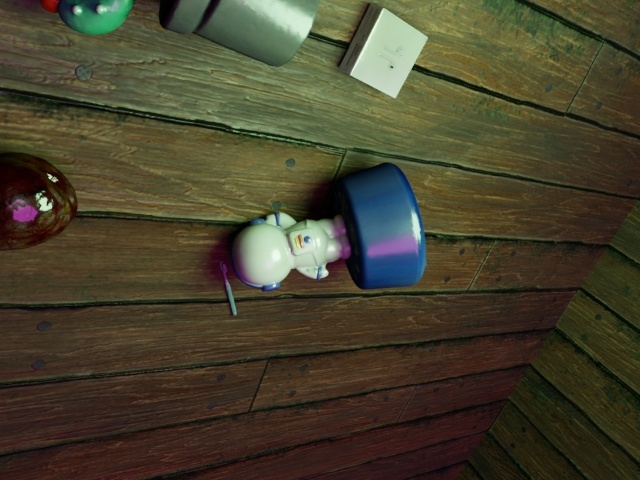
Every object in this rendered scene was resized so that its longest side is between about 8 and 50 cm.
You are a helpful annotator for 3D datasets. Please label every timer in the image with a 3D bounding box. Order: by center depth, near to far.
[{"bbox_3d":[0.000,0.000,1.115,0.383,0.270,0.270,-12,130,-7],"label":"timer"}]

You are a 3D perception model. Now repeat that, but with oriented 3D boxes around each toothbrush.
[{"bbox_3d":[-0.205,0.111,1.188,0.011,0.014,0.167,-28,134,-26],"label":"toothbrush"}]

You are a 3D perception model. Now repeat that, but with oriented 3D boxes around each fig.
[{"bbox_3d":[-0.513,-0.047,0.788,0.274,0.170,0.146,-14,112,0],"label":"fig"}]

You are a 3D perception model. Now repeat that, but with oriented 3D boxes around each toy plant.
[{"bbox_3d":[-0.206,-0.378,0.713,0.400,0.185,0.279,18,130,-32],"label":"toy plant"}]

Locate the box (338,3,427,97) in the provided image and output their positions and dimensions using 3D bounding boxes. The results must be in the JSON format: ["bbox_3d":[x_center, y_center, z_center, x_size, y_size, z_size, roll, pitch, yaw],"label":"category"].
[{"bbox_3d":[0.122,-0.365,1.025,0.129,0.051,0.130,13,114,-39],"label":"box"}]
